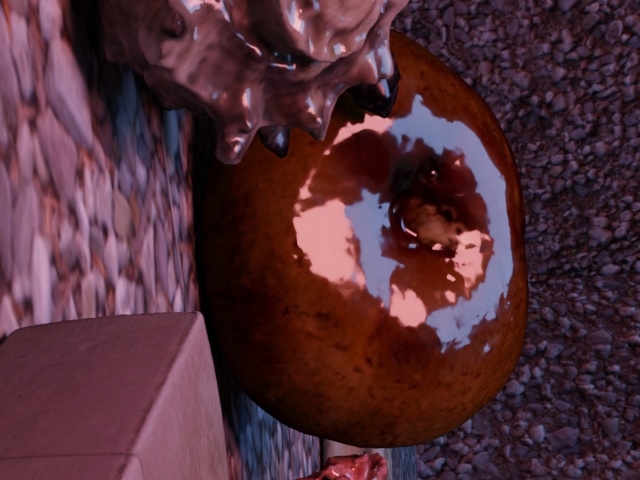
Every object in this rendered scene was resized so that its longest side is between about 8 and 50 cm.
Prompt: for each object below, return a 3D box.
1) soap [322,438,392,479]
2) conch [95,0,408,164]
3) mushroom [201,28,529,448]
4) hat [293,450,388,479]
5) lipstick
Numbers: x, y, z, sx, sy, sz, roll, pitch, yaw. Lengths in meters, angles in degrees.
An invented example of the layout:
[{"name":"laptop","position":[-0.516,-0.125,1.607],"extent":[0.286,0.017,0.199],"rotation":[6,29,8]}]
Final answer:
[{"name":"soap","position":[0.039,0.193,1.462],"extent":[0.119,0.066,0.198],"rotation":[79,9,-57]},{"name":"conch","position":[-0.020,-0.144,0.708],"extent":[0.313,0.186,0.241],"rotation":[86,15,-76]},{"name":"mushroom","position":[0.020,0.015,0.950],"extent":[0.254,0.267,0.267],"rotation":[-45,-143,48]},{"name":"hat","position":[0.007,0.299,0.887],"extent":[0.236,0.107,0.287],"rotation":[-36,126,-55]},{"name":"lipstick","position":[-0.089,0.115,0.343],"extent":[0.371,0.079,0.076],"rotation":[-75,158,-73]}]
